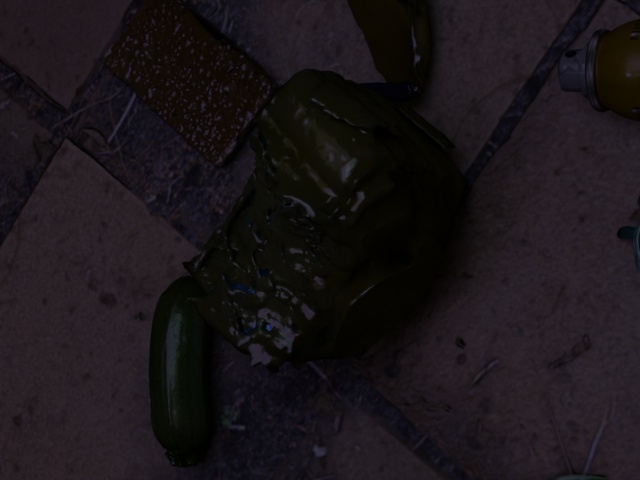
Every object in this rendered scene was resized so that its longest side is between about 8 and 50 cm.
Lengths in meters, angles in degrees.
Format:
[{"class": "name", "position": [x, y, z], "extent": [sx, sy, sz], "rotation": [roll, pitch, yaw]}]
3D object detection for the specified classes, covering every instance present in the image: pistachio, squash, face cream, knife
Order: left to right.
[{"class": "squash", "position": [-0.159, 0.149, 1.837], "extent": [0.068, 0.077, 0.219], "rotation": [-7, 82, 37]}, {"class": "knife", "position": [0.062, -0.159, 1.766], "extent": [0.121, 0.018, 0.031], "rotation": [0, 94, 47]}, {"class": "pistachio", "position": [0.086, -0.247, 1.766], "extent": [0.089, 0.049, 0.173], "rotation": [-31, 78, 47]}, {"class": "face cream", "position": [0.398, -0.165, 1.547], "extent": [0.349, 0.105, 0.105], "rotation": [2, 84, 30]}]

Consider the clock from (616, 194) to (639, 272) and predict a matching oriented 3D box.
[{"class": "clock", "position": [0.356, 0.000, 1.585], "extent": [0.135, 0.041, 0.101], "rotation": [33, 100, 30]}]

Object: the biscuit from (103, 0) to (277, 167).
[{"class": "biscuit", "position": [-0.154, -0.197, 1.909], "extent": [0.231, 0.025, 0.131], "rotation": [43, 106, 26]}]

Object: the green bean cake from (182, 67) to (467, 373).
[{"class": "green bean cake", "position": [0.000, 0.000, 1.649], "extent": [0.202, 0.285, 0.310], "rotation": [45, 107, 22]}]
